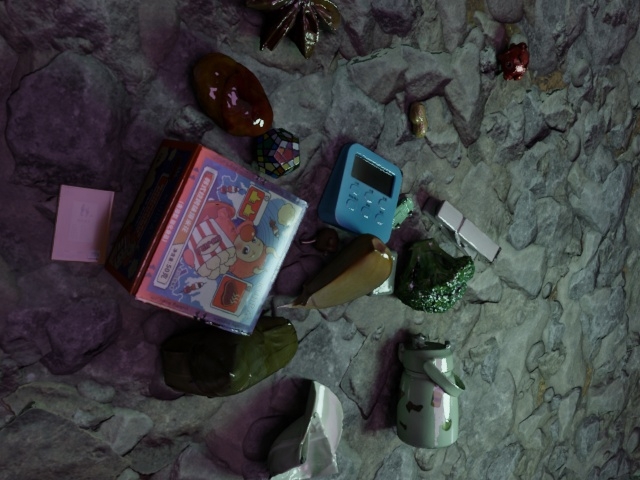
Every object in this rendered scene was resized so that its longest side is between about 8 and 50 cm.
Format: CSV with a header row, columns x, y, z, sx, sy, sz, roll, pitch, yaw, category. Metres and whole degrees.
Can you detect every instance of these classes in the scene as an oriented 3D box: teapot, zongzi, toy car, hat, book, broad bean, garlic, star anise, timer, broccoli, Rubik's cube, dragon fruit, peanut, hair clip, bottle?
x,y,z,sx,sy,sz,roll,pitch,yaw,category
0.000,0.000,1.620,0.110,0.085,0.080,12,76,-11,teapot
-0.158,0.278,1.396,0.355,0.392,0.174,-10,87,-36,zongzi
0.247,-0.087,1.786,0.122,0.035,0.059,-45,122,-27,toy car
-0.053,0.565,1.691,0.258,0.167,0.302,47,49,-55,hat
-0.536,-0.035,1.288,0.118,0.012,0.172,7,98,-35,book
-0.207,-0.345,1.369,0.156,0.122,0.229,-47,125,-13,broad bean
0.046,0.099,1.612,0.338,0.151,0.196,-31,160,14,garlic
-0.061,-0.614,1.414,0.315,0.108,0.316,-6,101,-31,star anise
0.132,-0.137,1.667,0.231,0.091,0.250,22,85,-35,timer
0.355,0.112,1.809,0.268,0.261,0.242,-14,85,9,broccoli
-0.109,-0.225,1.469,0.111,0.133,0.133,-5,105,-6,Rubik's cube
0.634,-0.593,1.884,0.067,0.112,0.127,-2,103,-19,dragon fruit
0.301,-0.368,1.747,0.053,0.053,0.113,-26,114,-26,peanut
0.473,-0.034,1.915,0.330,0.101,0.085,38,83,-32,hair clip
0.367,0.486,1.901,0.229,0.229,0.352,-1,94,-34,bottle

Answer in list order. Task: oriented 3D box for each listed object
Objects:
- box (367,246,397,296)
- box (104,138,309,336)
x,y,z,sx,sy,sz,roll,pitch,yaw,category
0.167,0.092,1.734,0.123,0.092,0.172,-4,103,-37,box
-0.261,-0.009,1.331,0.318,0.256,0.349,28,85,-36,box
